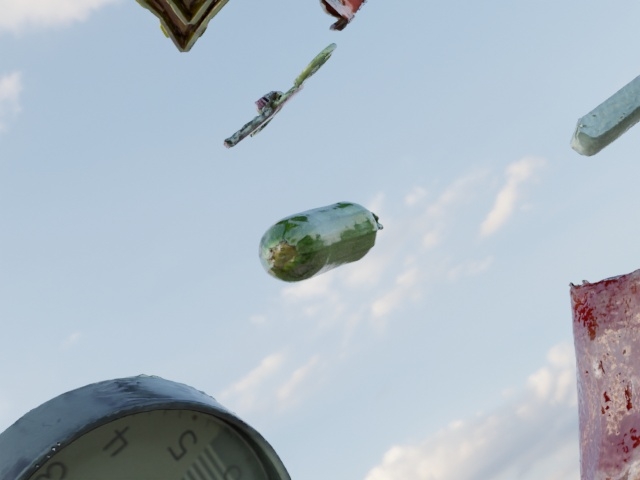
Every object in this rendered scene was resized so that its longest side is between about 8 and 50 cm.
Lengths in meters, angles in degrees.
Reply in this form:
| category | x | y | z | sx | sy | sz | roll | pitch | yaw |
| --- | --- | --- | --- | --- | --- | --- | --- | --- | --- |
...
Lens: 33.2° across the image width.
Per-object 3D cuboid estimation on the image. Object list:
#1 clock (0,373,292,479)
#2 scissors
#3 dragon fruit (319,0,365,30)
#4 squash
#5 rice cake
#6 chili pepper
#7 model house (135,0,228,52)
| category | x | y | z | sx | sy | sz | roll | pitch | yaw |
| --- | --- | --- | --- | --- | --- | --- | --- | --- | --- |
| clock | -0.155 | 0.274 | 0.874 | 0.325 | 0.325 | 0.067 | -17 | 16 | -35 |
| scissors | -0.046 | -0.134 | 1.051 | 0.133 | 0.020 | 0.187 | -45 | 3 | 24 |
| dragon fruit | 0.060 | -0.540 | 1.695 | 0.314 | 0.263 | 0.296 | -45 | 5 | -9 |
| squash | 0.000 | 0.000 | 1.115 | 0.077 | 0.068 | 0.219 | -25 | -4 | 30 |
| rice cake | 0.523 | -0.221 | 1.891 | 0.206 | 0.063 | 0.069 | -34 | -26 | -22 |
| chili pepper | 0.282 | 0.141 | 0.921 | 0.144 | 0.252 | 0.136 | -4 | -26 | 27 |
| model house | -0.155 | -0.446 | 1.689 | 0.340 | 0.300 | 0.323 | -3 | -42 | -11 |
